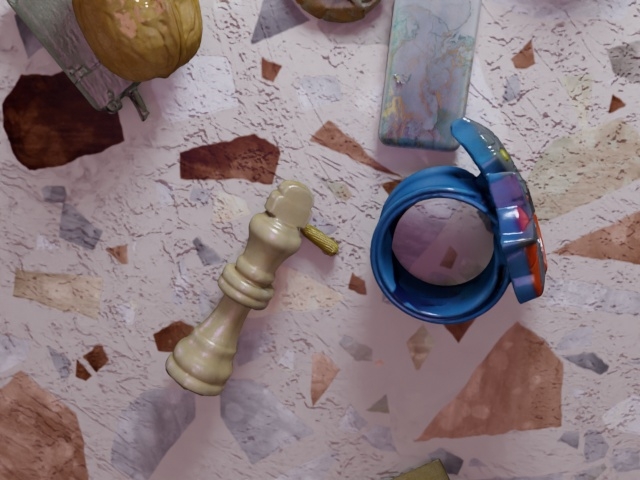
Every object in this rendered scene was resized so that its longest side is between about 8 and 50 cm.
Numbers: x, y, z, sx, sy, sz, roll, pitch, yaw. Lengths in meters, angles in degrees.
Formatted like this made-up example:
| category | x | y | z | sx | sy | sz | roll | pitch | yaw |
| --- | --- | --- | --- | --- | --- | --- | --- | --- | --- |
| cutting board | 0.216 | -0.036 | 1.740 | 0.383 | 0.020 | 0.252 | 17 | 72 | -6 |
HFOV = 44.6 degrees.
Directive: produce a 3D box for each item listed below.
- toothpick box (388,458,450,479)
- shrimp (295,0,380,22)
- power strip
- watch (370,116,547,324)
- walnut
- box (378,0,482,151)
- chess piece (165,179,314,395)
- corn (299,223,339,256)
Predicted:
| category | x | y | z | sx | sy | sz | roll | pitch | yaw |
| --- | --- | --- | --- | --- | --- | --- | --- | --- | --- |
| toothpick box | 0.118 | 0.548 | 1.420 | 0.308 | 0.187 | 0.190 | -24 | 101 | 3 |
| shrimp | 0.069 | -0.483 | 1.234 | 0.169 | 0.058 | 0.296 | 34 | 107 | -10 |
| power strip | -0.385 | -0.309 | 1.281 | 0.093 | 0.053 | 0.288 | -37 | 101 | 7 |
| watch | 0.206 | -0.027 | 1.267 | 0.274 | 0.241 | 0.305 | -20 | 103 | 19 |
| walnut | -0.281 | -0.359 | 1.200 | 0.193 | 0.193 | 0.226 | -16 | 102 | 4 |
| box | 0.179 | -0.293 | 1.285 | 0.142 | 0.044 | 0.285 | 4 | 104 | -5 |
| chess piece | -0.128 | 0.076 | 1.340 | 0.117 | 0.117 | 0.397 | 29 | 101 | -6 |
| corn | 0.000 | 0.000 | 1.364 | 0.083 | 0.027 | 0.028 | 36 | 134 | -6 |
